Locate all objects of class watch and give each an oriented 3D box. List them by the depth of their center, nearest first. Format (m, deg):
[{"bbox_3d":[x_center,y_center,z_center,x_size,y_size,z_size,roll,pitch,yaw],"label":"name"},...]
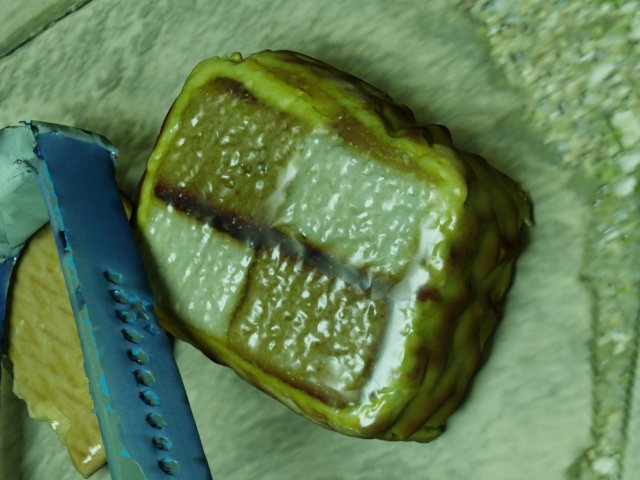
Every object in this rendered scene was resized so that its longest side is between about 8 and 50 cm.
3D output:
[{"bbox_3d":[-0.149,0.061,0.831,0.276,0.068,0.275,-21,64,48],"label":"watch"}]

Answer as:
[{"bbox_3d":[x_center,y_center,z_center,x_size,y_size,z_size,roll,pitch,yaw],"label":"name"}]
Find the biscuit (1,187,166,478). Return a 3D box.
[{"bbox_3d":[-0.162,0.030,0.958,0.144,0.033,0.224,-49,58,11],"label":"biscuit"}]

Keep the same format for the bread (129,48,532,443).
[{"bbox_3d":[0.000,0.000,0.831,0.222,0.096,0.181,28,97,32],"label":"bread"}]
